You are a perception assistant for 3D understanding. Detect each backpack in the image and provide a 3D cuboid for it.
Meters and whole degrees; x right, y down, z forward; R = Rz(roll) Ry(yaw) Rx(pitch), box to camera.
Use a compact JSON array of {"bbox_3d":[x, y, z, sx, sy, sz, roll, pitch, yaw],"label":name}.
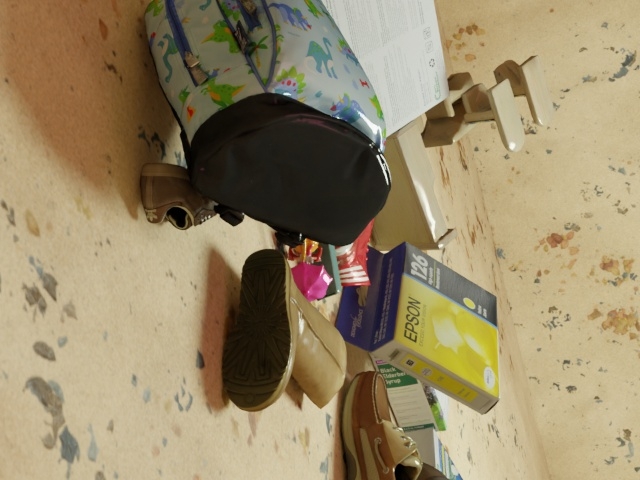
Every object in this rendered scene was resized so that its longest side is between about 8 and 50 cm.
[{"bbox_3d":[-0.074,-0.201,1.168,0.290,0.273,0.355,22,21,-46],"label":"backpack"}]

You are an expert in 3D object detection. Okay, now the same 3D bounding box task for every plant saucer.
[{"bbox_3d":[0.000,0.000,1.561,0.018,0.067,0.192,-3,78,-31],"label":"plant saucer"}]

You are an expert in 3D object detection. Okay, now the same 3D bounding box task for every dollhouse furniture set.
[{"bbox_3d":[0.253,-0.182,2.003,0.394,0.362,0.256,-38,115,-39],"label":"dollhouse furniture set"}]

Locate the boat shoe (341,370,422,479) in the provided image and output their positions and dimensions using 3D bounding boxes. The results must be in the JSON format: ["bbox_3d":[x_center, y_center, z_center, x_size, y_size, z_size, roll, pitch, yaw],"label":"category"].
[{"bbox_3d":[0.107,0.363,1.530,0.122,0.120,0.324,55,28,-49],"label":"boat shoe"}]

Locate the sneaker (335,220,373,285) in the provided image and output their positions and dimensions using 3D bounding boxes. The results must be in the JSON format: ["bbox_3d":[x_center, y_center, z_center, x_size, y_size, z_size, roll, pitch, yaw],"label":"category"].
[{"bbox_3d":[0.056,0.006,1.725,0.221,0.087,0.128,-53,137,-51],"label":"sneaker"}]

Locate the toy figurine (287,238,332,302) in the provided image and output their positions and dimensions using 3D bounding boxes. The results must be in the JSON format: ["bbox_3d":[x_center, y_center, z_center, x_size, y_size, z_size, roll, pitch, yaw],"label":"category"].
[{"bbox_3d":[-0.027,0.018,1.448,0.173,0.130,0.159,113,-19,-80],"label":"toy figurine"}]

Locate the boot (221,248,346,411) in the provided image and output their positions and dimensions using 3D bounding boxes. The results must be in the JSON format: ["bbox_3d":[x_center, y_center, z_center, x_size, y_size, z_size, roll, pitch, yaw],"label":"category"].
[{"bbox_3d":[-0.033,0.168,1.310,0.269,0.089,0.236,60,33,-53],"label":"boot"}]

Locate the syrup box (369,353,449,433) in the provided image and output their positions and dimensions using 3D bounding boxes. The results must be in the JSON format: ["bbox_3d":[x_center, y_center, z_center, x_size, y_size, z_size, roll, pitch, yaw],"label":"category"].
[{"bbox_3d":[0.171,0.256,1.836,0.096,0.093,0.237,-71,143,-58],"label":"syrup box"}]

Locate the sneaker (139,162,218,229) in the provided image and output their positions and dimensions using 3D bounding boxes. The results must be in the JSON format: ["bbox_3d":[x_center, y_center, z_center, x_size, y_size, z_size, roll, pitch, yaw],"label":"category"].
[{"bbox_3d":[-0.161,-0.046,1.148,0.188,0.066,0.071,13,81,-64],"label":"sneaker"}]

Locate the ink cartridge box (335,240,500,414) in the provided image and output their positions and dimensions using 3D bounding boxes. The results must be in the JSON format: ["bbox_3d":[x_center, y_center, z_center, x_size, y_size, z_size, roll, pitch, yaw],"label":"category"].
[{"bbox_3d":[0.189,0.134,1.742,0.307,0.072,0.304,31,34,-12],"label":"ink cartridge box"}]

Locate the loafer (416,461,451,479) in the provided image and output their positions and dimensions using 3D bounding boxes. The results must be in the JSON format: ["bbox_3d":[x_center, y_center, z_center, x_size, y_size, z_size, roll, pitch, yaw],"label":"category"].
[{"bbox_3d":[0.198,0.492,1.682,0.130,0.134,0.366,44,-22,41],"label":"loafer"}]

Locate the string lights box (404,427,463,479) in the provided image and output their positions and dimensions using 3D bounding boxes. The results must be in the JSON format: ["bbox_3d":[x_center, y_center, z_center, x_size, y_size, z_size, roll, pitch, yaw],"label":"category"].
[{"bbox_3d":[0.227,0.494,1.861,0.260,0.076,0.133,59,24,-43],"label":"string lights box"}]

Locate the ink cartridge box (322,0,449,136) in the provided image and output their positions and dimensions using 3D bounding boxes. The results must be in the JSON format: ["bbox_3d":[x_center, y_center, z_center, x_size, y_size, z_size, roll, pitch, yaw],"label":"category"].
[{"bbox_3d":[0.096,-0.355,1.740,0.330,0.071,0.324,-35,124,-35],"label":"ink cartridge box"}]
